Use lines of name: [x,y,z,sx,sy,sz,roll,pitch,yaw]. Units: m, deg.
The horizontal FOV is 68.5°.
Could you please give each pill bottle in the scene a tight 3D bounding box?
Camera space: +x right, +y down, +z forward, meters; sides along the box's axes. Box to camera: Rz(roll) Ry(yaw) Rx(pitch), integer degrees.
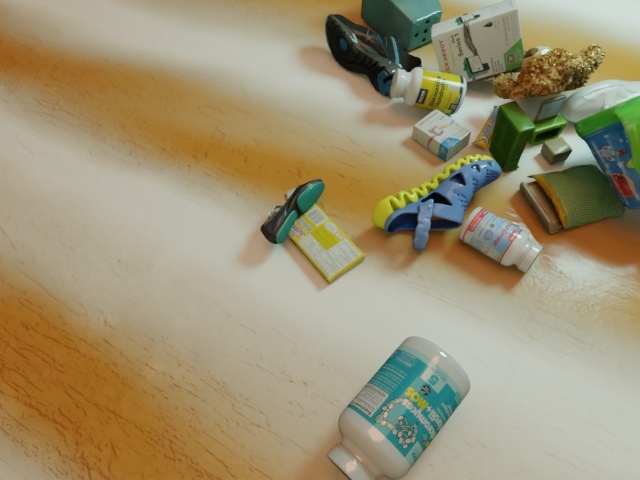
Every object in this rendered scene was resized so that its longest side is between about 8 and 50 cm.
pill bottle: [0.133,0.309,0.832,0.146,0.146,0.264,37,69,25]
pill bottle: [0.287,-0.405,1.263,0.184,0.103,0.103,9,59,-5]
pill bottle: [0.394,0.000,1.030,0.160,0.087,0.087,34,68,24]

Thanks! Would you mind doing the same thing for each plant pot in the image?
plant pot: [0.259,-0.717,1.453,0.166,0.165,0.234,-28,66,-11]

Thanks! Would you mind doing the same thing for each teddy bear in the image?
teddy bear: [0.564,-0.418,1.163,0.338,0.112,0.245,-19,16,-36]

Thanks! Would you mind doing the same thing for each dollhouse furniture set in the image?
dollhouse furniture set: [0.560,-0.187,1.090,0.198,0.151,0.301,-17,58,-4]

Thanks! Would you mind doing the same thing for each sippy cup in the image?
sippy cup: [0.700,-0.194,0.996,0.306,0.240,0.223,-21,90,-17]

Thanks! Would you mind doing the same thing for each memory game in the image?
memory game: [0.504,-0.498,1.330,0.186,0.012,0.186,-18,37,14]

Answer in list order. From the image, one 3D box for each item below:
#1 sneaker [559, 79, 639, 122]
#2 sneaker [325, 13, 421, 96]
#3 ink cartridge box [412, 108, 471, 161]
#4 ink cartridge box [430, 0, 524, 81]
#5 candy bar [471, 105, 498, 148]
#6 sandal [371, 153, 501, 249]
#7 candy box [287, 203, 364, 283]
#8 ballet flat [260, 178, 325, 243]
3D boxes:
sneaker: [0.770,-0.311,1.172,0.293,0.108,0.169,-8,55,0]
sneaker: [0.148,-0.563,1.400,0.140,0.125,0.340,-36,72,-19]
ink cartridge box: [0.315,-0.277,1.233,0.089,0.052,0.122,-38,61,-16]
ink cartridge box: [0.423,-0.526,1.270,0.220,0.160,0.092,-11,39,24]
candy bar: [0.452,-0.303,1.254,0.040,0.018,0.161,26,65,20]
sandal: [0.284,-0.081,1.082,0.318,0.126,0.138,-31,63,-3]
candy box: [0.000,0.000,1.109,0.105,0.027,0.206,-35,61,-12]
ballet flat: [-0.071,-0.080,1.114,0.074,0.074,0.203,28,67,21]
